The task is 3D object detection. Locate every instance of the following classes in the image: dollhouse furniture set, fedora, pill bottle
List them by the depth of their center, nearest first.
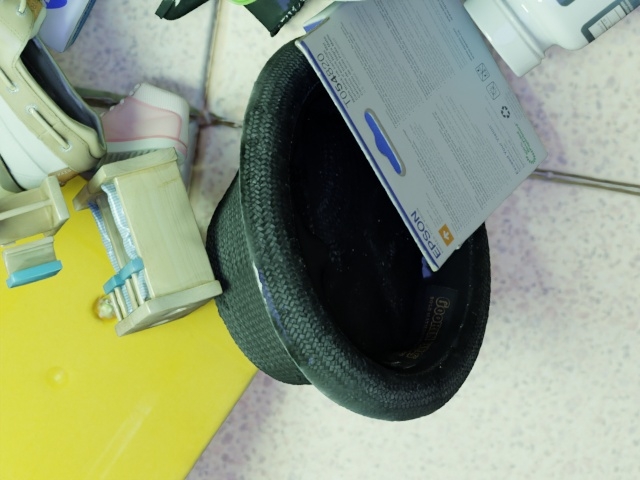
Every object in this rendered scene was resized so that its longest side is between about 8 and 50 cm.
[{"bbox_3d":[-0.201,0.019,1.653,0.184,0.129,0.129,-16,83,-21],"label":"dollhouse furniture set"},{"bbox_3d":[0.214,-0.224,1.678,0.180,0.108,0.108,-37,100,9],"label":"pill bottle"},{"bbox_3d":[0.000,0.000,1.679,0.152,0.334,0.334,-21,104,39],"label":"fedora"}]

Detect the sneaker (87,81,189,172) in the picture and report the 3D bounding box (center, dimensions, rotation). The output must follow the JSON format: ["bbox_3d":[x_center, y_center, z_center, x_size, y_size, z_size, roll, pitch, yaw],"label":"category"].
[{"bbox_3d":[-0.173,-0.100,1.748,0.134,0.051,0.070,-2,66,23],"label":"sneaker"}]

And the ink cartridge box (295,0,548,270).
[{"bbox_3d":[0.077,-0.110,1.658,0.045,0.224,0.223,-22,104,40],"label":"ink cartridge box"}]

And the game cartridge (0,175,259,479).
[{"bbox_3d":[-0.231,0.122,1.716,0.285,0.053,0.323,38,71,-7],"label":"game cartridge"}]

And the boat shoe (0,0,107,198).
[{"bbox_3d":[-0.272,-0.176,1.627,0.103,0.113,0.302,-19,120,12],"label":"boat shoe"}]

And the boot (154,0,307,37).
[{"bbox_3d":[-0.071,-0.213,1.720,0.099,0.045,0.121,38,100,-11],"label":"boot"}]

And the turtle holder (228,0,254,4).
[{"bbox_3d":[0.026,-0.303,1.561,0.243,0.320,0.227,-6,117,0],"label":"turtle holder"}]

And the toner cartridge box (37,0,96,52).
[{"bbox_3d":[-0.330,-0.314,1.683,0.348,0.075,0.165,28,103,-5],"label":"toner cartridge box"}]
